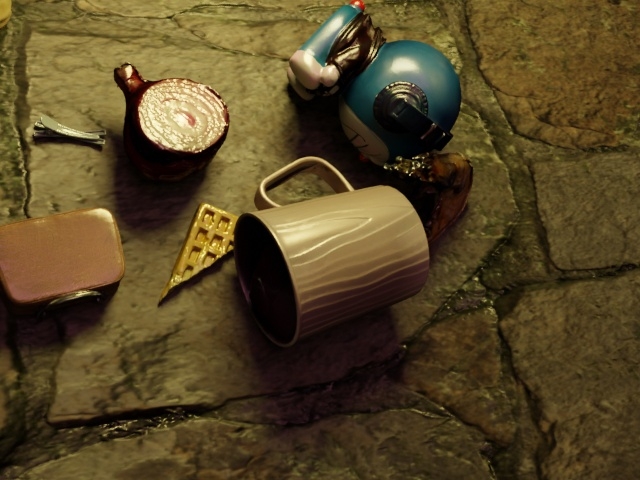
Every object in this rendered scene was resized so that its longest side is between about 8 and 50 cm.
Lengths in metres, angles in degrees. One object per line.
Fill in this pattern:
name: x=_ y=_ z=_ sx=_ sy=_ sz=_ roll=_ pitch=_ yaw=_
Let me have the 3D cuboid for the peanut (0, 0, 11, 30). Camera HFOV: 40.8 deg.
peanut: x=-0.645 y=-0.372 z=1.370 sx=0.290 sy=0.130 sz=0.130 roll=-16 pitch=75 yaw=-27

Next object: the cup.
cup: x=-0.001 y=0.016 z=1.430 sx=0.273 sy=0.208 sz=0.288 roll=-16 pitch=39 yaw=-27

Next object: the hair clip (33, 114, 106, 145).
hair clip: x=-0.415 y=-0.182 z=1.430 sx=0.115 sy=0.039 sz=0.030 roll=8 pitch=71 yaw=-21

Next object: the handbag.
handbag: x=-0.403 y=0.036 z=1.322 sx=0.193 sy=0.072 sz=0.151 roll=-10 pitch=73 yaw=-26

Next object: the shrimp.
shrimp: x=0.189 y=-0.075 z=1.546 sx=0.075 sy=0.178 sz=0.289 roll=20 pitch=14 yaw=27

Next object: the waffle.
waffle: x=-0.180 y=0.039 z=1.435 sx=0.125 sy=0.032 sz=0.191 roll=23 pitch=64 yaw=-15

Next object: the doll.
doll: x=0.110 y=-0.273 z=1.560 sx=0.310 sy=0.284 sz=0.240 roll=42 pitch=102 yaw=-5

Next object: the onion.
onion: x=-0.269 y=-0.201 z=1.437 sx=0.218 sy=0.140 sz=0.195 roll=40 pitch=56 yaw=-1
